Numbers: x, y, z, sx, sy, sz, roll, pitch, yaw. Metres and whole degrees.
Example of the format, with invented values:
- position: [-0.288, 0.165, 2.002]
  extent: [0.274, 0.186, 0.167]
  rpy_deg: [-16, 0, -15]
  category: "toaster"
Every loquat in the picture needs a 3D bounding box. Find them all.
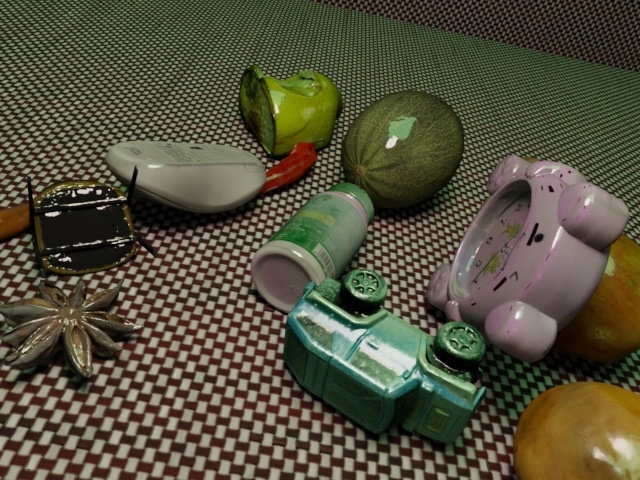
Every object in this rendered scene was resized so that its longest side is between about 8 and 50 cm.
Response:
- position: [0.351, 0.282, 0.662]
  extent: [0.238, 0.193, 0.238]
  rpy_deg: [24, 17, -8]
  category: "loquat"

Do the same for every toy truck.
- position: [0.086, 0.166, 0.764]
  extent: [0.278, 0.155, 0.156]
  rpy_deg: [29, 49, 19]
  category: "toy truck"

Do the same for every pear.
- position: [-0.046, -0.320, 1.335]
  extent: [0.255, 0.164, 0.238]
  rpy_deg: [-6, 39, -26]
  category: "pear"

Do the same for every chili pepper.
- position: [-0.067, -0.161, 1.201]
  extent: [0.071, 0.064, 0.272]
  rpy_deg: [3, 35, 38]
  category: "chili pepper"

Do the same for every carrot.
- position: [-0.493, -0.053, 0.954]
  extent: [0.048, 0.048, 0.216]
  rpy_deg: [26, 35, 16]
  category: "carrot"

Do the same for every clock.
- position: [0.296, 0.021, 0.826]
  extent: [0.113, 0.296, 0.322]
  rpy_deg: [28, 8, -6]
  category: "clock"

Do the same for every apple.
- position: [0.449, 0.100, 0.932]
  extent: [0.226, 0.246, 0.246]
  rpy_deg: [46, 45, 10]
  category: "apple"

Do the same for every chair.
- position: [-0.377, -0.034, 0.878]
  extent: [0.158, 0.173, 0.246]
  rpy_deg: [-11, 0, -28]
  category: "chair"

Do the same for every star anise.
- position: [-0.343, 0.122, 0.759]
  extent: [0.182, 0.065, 0.195]
  rpy_deg: [-6, 37, -31]
  category: "star anise"

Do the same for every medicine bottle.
- position: [0.000, 0.000, 0.960]
  extent: [0.133, 0.134, 0.274]
  rpy_deg: [25, 39, 14]
  category: "medicine bottle"

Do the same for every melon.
- position: [0.175, -0.194, 1.175]
  extent: [0.237, 0.238, 0.301]
  rpy_deg: [34, 46, 24]
  category: "melon"

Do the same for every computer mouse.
- position: [-0.247, -0.113, 1.025]
  extent: [0.296, 0.121, 0.184]
  rpy_deg: [-11, 33, -42]
  category: "computer mouse"

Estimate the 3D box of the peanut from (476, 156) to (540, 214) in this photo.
- position: [0.435, -0.076, 1.181]
  extent: [0.159, 0.143, 0.291]
  rpy_deg: [17, 38, 22]
  category: "peanut"
